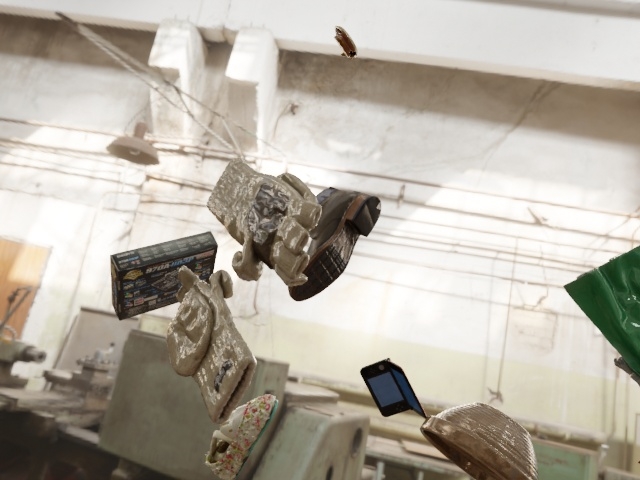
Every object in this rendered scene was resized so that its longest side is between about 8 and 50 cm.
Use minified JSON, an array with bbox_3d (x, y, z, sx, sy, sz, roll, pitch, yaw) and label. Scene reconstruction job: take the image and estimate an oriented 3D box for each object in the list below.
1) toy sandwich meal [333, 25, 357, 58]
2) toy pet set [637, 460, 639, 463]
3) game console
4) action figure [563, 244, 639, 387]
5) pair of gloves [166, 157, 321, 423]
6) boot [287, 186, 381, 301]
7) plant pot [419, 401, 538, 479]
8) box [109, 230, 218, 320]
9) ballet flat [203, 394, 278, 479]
[{"bbox_3d":[0.049,-0.418,1.116,0.085,0.029,0.085,52,2,-3],"label":"toy sandwich meal"},{"bbox_3d":[0.462,0.272,0.669,0.122,0.065,0.114,-24,-53,-3],"label":"toy pet set"},{"bbox_3d":[0.171,0.364,1.250,0.124,0.144,0.085,-25,7,17],"label":"game console"},{"bbox_3d":[0.382,0.125,0.584,0.137,0.232,0.063,-25,-13,-6],"label":"action figure"},{"bbox_3d":[-0.087,0.037,0.550,0.042,0.240,0.204,23,3,-39],"label":"pair of gloves"},{"bbox_3d":[0.000,0.000,0.882,0.106,0.219,0.082,27,-20,42],"label":"boot"},{"bbox_3d":[0.315,0.384,0.987,0.237,0.110,0.237,35,-19,14],"label":"plant pot"},{"bbox_3d":[-0.341,0.077,1.150,0.220,0.051,0.175,-16,-35,-31],"label":"box"},{"bbox_3d":[-0.151,0.351,0.932,0.077,0.091,0.241,24,-58,-5],"label":"ballet flat"}]
